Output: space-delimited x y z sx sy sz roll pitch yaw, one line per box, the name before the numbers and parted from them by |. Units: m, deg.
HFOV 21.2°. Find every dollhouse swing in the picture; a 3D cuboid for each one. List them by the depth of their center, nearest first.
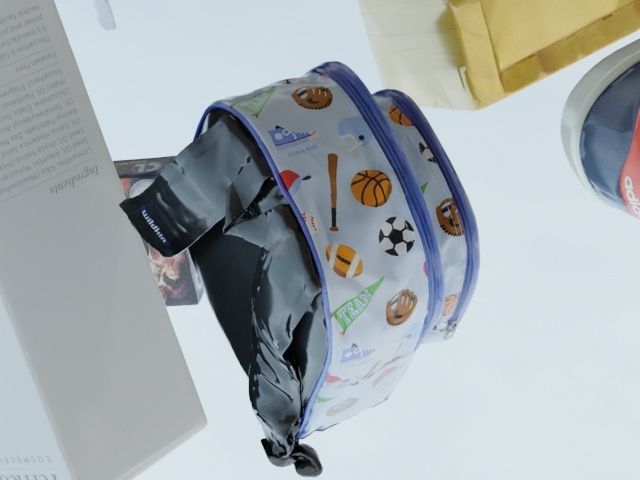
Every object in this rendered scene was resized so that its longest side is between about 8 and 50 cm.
dollhouse swing | 0.189 -0.319 1.452 0.347 0.305 0.315 -28 -166 -13

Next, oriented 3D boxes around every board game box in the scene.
board game box | -0.256 -0.002 1.816 0.243 0.165 0.042 -4 -147 12

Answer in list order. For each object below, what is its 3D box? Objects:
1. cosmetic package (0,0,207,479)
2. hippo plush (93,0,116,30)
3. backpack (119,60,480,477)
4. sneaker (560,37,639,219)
cosmetic package | -0.294 -0.006 1.463 0.230 0.453 0.161 -8 -163 42
hippo plush | -0.209 -0.383 1.611 0.234 0.294 0.236 12 168 -42
backpack | 0.000 0.000 1.291 0.213 0.263 0.276 -28 -106 -16
sneaker | 0.313 -0.122 0.999 0.350 0.131 0.148 -41 -153 0
